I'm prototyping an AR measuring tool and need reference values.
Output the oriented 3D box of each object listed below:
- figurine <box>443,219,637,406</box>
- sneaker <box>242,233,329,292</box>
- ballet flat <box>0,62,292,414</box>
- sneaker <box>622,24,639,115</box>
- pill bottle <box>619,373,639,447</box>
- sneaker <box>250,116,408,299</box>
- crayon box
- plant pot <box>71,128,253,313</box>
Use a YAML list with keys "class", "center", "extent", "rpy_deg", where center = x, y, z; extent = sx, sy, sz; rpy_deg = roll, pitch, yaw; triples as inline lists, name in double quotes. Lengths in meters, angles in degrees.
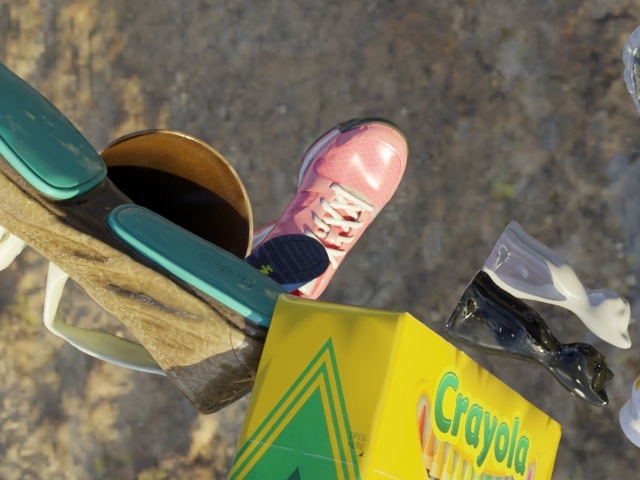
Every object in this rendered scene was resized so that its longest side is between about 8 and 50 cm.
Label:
- class: "figurine"
  center: [0.282, 0.093, 1.702]
  extent: [0.209, 0.215, 0.092]
  rpy_deg: [31, 128, 7]
- class: "sneaker"
  center: [-0.059, 0.039, 1.315]
  extent: [0.053, 0.144, 0.059]
  rpy_deg: [61, 157, 13]
- class: "ballet flat"
  center: [-0.173, 0.001, 0.975]
  extent: [0.342, 0.116, 0.124]
  rpy_deg: [37, 111, 5]
- class: "sneaker"
  center: [0.302, -0.159, 1.005]
  extent: [0.090, 0.115, 0.232]
  rpy_deg: [58, 154, 23]
- class: "pill bottle"
  center: [0.454, 0.186, 1.737]
  extent: [0.184, 0.103, 0.103]
  rpy_deg: [-55, 52, 45]
- class: "sneaker"
  center: [0.000, 0.001, 1.592]
  extent: [0.314, 0.116, 0.136]
  rpy_deg: [-50, 26, 23]
- class: "crayon box"
  center: [0.050, 0.240, 1.001]
  extent: [0.106, 0.363, 0.313]
  rpy_deg: [9, 76, 28]
- class: "plant pot"
  center: [-0.222, -0.012, 1.612]
  extent: [0.230, 0.215, 0.215]
  rpy_deg: [-2, 93, 64]
